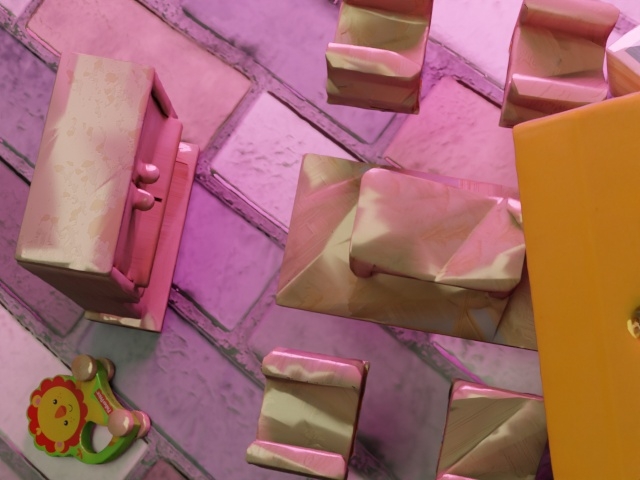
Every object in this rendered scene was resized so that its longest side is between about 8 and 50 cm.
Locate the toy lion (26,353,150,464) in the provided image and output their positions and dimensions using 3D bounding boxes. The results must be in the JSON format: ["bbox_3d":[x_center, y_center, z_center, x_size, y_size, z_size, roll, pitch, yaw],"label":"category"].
[{"bbox_3d":[-0.207,0.153,1.155,0.096,0.034,0.100,-46,63,14],"label":"toy lion"}]

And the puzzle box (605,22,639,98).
[{"bbox_3d":[0.411,-0.069,0.817,0.272,0.052,0.409,-36,56,-9],"label":"puzzle box"}]

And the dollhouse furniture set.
[{"bbox_3d":[0.000,0.000,1.042,0.394,0.256,0.362,10,80,4],"label":"dollhouse furniture set"}]

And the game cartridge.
[{"bbox_3d":[0.269,0.038,0.772,0.324,0.053,0.285,-11,81,40],"label":"game cartridge"}]
